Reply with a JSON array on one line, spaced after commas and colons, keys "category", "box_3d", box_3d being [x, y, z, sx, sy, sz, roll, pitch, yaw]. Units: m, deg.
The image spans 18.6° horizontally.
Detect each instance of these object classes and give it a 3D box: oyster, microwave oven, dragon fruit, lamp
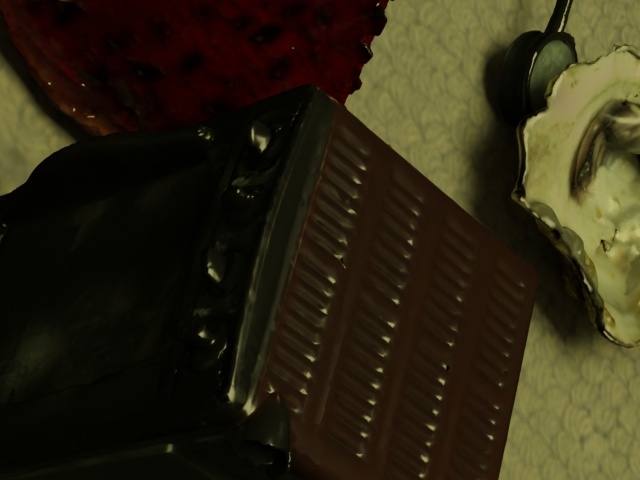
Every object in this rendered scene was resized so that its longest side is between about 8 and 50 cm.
[{"category": "oyster", "box_3d": [0.206, -0.036, 1.309, 0.223, 0.083, 0.214, 45, 54, -28]}, {"category": "microwave oven", "box_3d": [-0.055, 0.062, 0.903, 0.188, 0.247, 0.178, 37, 52, -36]}, {"category": "dragon fruit", "box_3d": [0.002, -0.183, 1.032, 0.330, 0.240, 0.302, -48, 137, -35]}, {"category": "lamp", "box_3d": [0.157, -0.254, 1.353, 0.130, 0.109, 0.371, 17, 82, -56]}]

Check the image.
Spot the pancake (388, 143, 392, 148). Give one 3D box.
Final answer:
[{"category": "pancake", "box_3d": [0.003, -0.005, 1.065, 0.022, 0.129, 0.116, 42, 71, 2]}]
